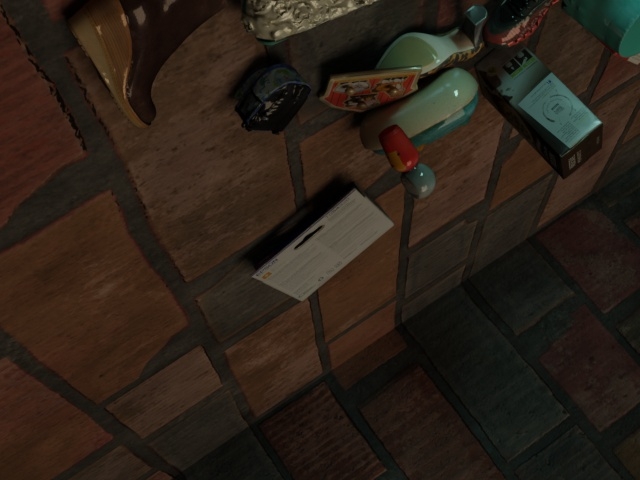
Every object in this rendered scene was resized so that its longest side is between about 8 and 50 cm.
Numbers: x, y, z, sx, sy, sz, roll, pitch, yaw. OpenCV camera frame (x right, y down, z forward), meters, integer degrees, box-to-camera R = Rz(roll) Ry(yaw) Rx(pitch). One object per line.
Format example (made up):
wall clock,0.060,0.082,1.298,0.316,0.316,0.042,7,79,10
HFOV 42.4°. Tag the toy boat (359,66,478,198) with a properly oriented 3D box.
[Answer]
toy boat,0.192,-0.209,1.636,0.268,0.148,0.318,-23,-158,29

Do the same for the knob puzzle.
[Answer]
knob puzzle,0.093,-0.275,1.572,0.213,0.030,0.213,-8,170,-2

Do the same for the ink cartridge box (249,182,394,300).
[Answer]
ink cartridge box,0.000,0.000,2.030,0.324,0.071,0.330,-39,155,7

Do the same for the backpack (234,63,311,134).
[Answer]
backpack,-0.083,-0.248,1.398,0.114,0.084,0.105,-44,158,28

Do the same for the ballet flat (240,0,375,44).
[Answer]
ballet flat,0.060,-0.417,1.235,0.409,0.147,0.147,-28,156,-22

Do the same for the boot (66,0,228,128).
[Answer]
boot,-0.214,-0.273,1.144,0.207,0.090,0.248,-32,154,-7

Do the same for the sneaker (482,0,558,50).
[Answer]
sneaker,0.428,-0.500,1.649,0.276,0.097,0.135,-41,158,4

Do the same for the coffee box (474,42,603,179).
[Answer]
coffee box,0.496,-0.301,1.872,0.119,0.297,0.168,-39,157,5

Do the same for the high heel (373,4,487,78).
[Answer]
high heel,0.213,-0.356,1.642,0.261,0.093,0.186,-30,171,0

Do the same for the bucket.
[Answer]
bucket,0.697,-0.556,1.824,0.281,0.183,0.281,-31,159,-14

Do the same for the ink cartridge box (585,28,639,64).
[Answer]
ink cartridge box,0.819,-0.585,2.039,0.197,0.114,0.273,-5,140,-52
